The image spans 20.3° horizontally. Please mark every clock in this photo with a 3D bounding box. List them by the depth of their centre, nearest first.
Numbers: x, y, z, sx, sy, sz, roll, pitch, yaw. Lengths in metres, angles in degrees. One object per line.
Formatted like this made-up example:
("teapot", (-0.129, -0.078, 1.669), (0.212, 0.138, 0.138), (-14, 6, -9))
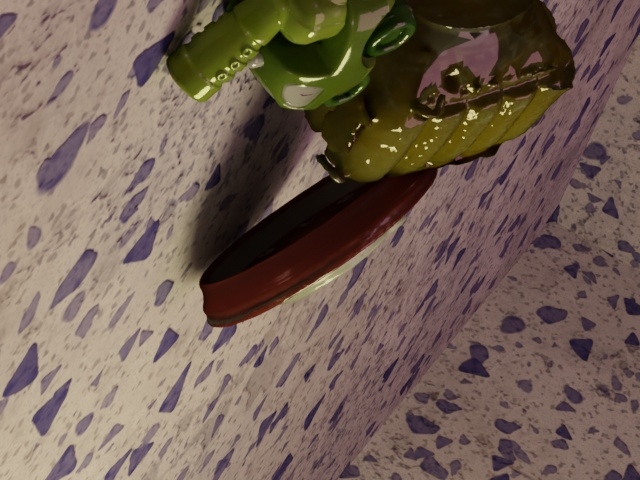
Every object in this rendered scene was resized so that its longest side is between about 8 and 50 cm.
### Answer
("clock", (0.000, 0.000, 2.043), (0.318, 0.080, 0.318), (-32, -170, 6))

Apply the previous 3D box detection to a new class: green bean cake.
("green bean cake", (0.107, -0.237, 1.920), (0.310, 0.285, 0.202), (-18, 164, -34))

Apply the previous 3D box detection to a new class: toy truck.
("toy truck", (-0.024, -0.206, 1.655), (0.187, 0.148, 0.211), (-40, 163, 33))
